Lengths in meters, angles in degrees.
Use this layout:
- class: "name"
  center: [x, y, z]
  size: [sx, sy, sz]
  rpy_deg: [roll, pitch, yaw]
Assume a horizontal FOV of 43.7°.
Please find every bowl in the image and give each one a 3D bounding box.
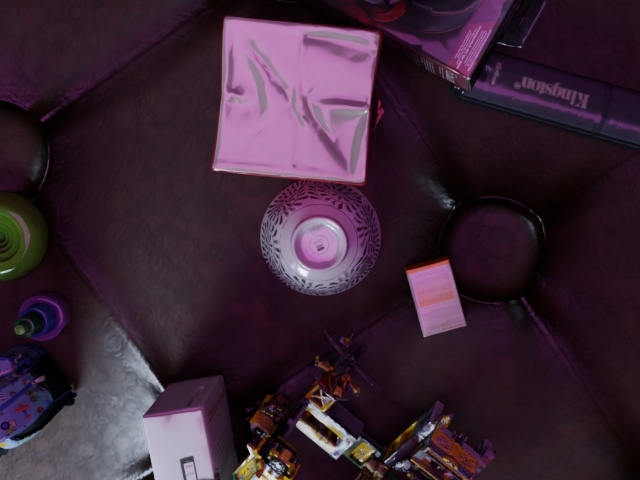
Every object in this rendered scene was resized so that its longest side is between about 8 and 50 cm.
- class: "bowl"
  center: [0.000, 0.000, 1.082]
  size: [0.170, 0.080, 0.170]
  rpy_deg: [0, 98, 0]

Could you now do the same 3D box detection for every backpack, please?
- class: "backpack"
  center: [-0.439, 0.229, 1.076]
  size: [0.158, 0.173, 0.117]
  rpy_deg: [-31, 96, 6]

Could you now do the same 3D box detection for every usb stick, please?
- class: "usb stick"
  center: [0.315, -0.190, 1.066]
  size: [0.278, 0.045, 0.077]
  rpy_deg: [16, 99, 0]

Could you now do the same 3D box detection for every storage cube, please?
- class: "storage cube"
  center: [-0.024, -0.172, 1.003]
  size: [0.215, 0.193, 0.183]
  rpy_deg: [6, 98, 1]

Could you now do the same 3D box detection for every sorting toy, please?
- class: "sorting toy"
  center: [-0.459, -0.021, 1.068]
  size: [0.127, 0.126, 0.365]
  rpy_deg: [-26, 96, 4]

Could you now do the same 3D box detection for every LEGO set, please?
- class: "LEGO set"
  center: [0.072, 0.284, 1.029]
  size: [0.331, 0.255, 0.192]
  rpy_deg: [43, 124, 7]

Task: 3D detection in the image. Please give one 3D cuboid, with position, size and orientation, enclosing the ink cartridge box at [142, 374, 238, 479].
- class: "ink cartridge box"
  center: [-0.168, 0.304, 1.093]
  size: [0.086, 0.148, 0.203]
  rpy_deg: [-9, 96, 4]

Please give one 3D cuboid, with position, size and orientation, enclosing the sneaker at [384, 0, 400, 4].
- class: "sneaker"
  center: [0.125, -0.294, 0.921]
  size: [0.109, 0.040, 0.043]
  rpy_deg: [-20, 91, 12]

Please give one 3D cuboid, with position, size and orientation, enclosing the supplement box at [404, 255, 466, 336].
- class: "supplement box"
  center: [0.159, 0.077, 1.110]
  size: [0.062, 0.036, 0.098]
  rpy_deg: [-15, 97, 3]

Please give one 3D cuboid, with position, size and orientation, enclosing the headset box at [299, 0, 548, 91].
- class: "headset box"
  center: [0.139, -0.339, 0.994]
  size: [0.293, 0.110, 0.218]
  rpy_deg: [31, 97, 8]
